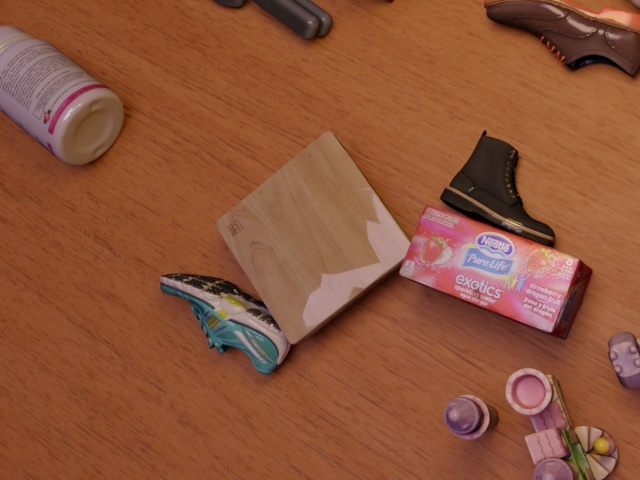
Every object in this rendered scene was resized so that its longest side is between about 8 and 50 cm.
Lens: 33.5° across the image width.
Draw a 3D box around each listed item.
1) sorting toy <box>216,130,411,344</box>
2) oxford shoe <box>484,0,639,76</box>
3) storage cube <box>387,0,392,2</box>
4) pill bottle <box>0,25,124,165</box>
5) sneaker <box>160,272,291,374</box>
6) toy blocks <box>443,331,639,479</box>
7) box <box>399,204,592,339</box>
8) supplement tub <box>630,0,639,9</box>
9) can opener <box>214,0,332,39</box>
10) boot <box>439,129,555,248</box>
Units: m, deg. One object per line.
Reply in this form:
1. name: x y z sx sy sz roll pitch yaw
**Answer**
1. sorting toy: 0.000 0.000 1.771 0.255 0.089 0.257 -38 69 12
2. oxford shoe: 0.378 -0.326 1.671 0.271 0.097 0.098 17 94 24
3. storage cube: 0.084 -0.542 1.769 0.184 0.215 0.193 46 106 22
4. pill bottle: -0.516 -0.278 1.994 0.283 0.160 0.160 37 96 23
5. sneaker: -0.173 0.134 1.818 0.275 0.107 0.110 29 105 26
6. toy blocks: 0.347 0.303 1.482 0.309 0.260 0.289 -25 72 17
7. box: 0.269 0.048 1.630 0.257 0.128 0.123 21 90 25
8. supplement tub: 0.499 -0.441 1.611 0.144 0.144 0.200 -38 69 12
9. can opener: -0.099 -0.435 1.909 0.280 0.074 0.093 35 130 25
10. boot: 0.301 -0.083 1.673 0.198 0.077 0.137 29 87 23
